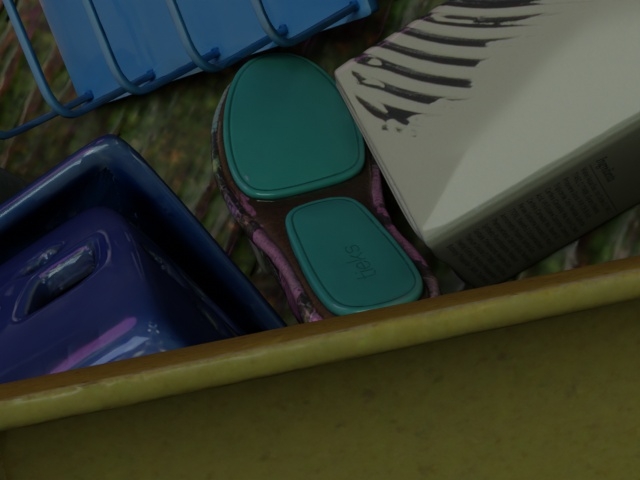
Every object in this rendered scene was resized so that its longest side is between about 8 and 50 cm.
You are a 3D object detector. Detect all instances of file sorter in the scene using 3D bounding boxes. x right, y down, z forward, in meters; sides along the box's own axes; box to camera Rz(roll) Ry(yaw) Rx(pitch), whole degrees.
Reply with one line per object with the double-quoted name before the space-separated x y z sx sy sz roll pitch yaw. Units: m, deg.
"file sorter" -0.084 -0.125 0.765 0.170 0.104 0.118 -15 103 28

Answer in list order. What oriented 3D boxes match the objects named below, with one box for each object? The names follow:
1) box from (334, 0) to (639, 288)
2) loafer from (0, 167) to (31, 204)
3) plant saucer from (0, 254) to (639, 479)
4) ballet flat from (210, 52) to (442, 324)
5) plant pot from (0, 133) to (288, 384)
"box" 0.153 -0.091 0.718 0.275 0.113 0.094 -31 70 8
"loafer" -0.207 -0.017 0.758 0.087 0.251 0.094 -9 54 35
"plant saucer" 0.036 0.144 0.550 0.332 0.333 0.081 -11 31 -8
"ballet flat" 0.000 0.000 0.753 0.077 0.079 0.221 -13 38 -11
"plant pot" -0.098 0.113 0.672 0.236 0.236 0.212 -35 30 9
